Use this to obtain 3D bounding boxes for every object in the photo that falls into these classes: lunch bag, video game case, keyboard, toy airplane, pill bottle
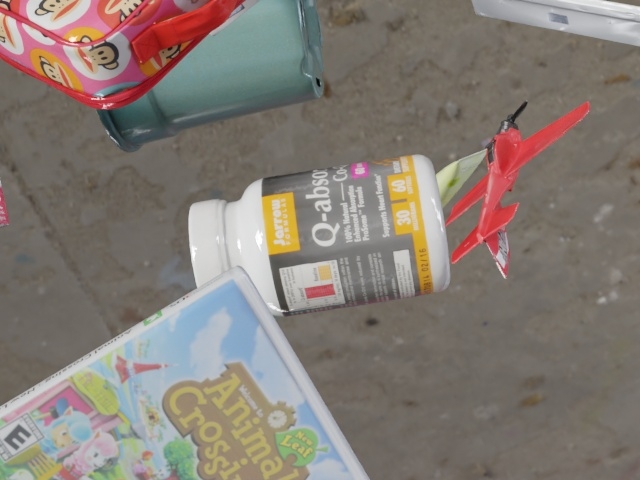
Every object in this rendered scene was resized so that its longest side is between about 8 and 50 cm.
[{"bbox_3d":[-0.185,-0.273,1.106,0.293,0.258,0.120,-47,146,-23],"label":"lunch bag"},{"bbox_3d":[-0.080,0.151,0.664,0.193,0.023,0.212,-31,110,-5],"label":"video game case"},{"bbox_3d":[0.307,-0.296,1.405,0.014,0.256,0.072,-62,148,-14],"label":"keyboard"},{"bbox_3d":[0.122,-0.036,0.746,0.028,0.151,0.151,30,121,-17],"label":"toy airplane"},{"bbox_3d":[0.000,0.000,1.235,0.279,0.162,0.162,-9,139,3],"label":"pill bottle"}]

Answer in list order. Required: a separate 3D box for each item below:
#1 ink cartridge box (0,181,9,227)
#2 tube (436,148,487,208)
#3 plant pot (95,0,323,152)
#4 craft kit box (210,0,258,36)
[{"bbox_3d":[-0.538,-0.113,1.486,0.172,0.237,0.100,-17,173,34],"label":"ink cartridge box"},{"bbox_3d":[0.190,-0.074,1.835,0.062,0.070,0.240,26,133,-18],"label":"tube"},{"bbox_3d":[-0.177,-0.330,1.752,0.334,0.341,0.341,-6,140,7],"label":"plant pot"},{"bbox_3d":[-0.067,-0.421,1.422,0.247,0.249,0.061,-29,130,27],"label":"craft kit box"}]
